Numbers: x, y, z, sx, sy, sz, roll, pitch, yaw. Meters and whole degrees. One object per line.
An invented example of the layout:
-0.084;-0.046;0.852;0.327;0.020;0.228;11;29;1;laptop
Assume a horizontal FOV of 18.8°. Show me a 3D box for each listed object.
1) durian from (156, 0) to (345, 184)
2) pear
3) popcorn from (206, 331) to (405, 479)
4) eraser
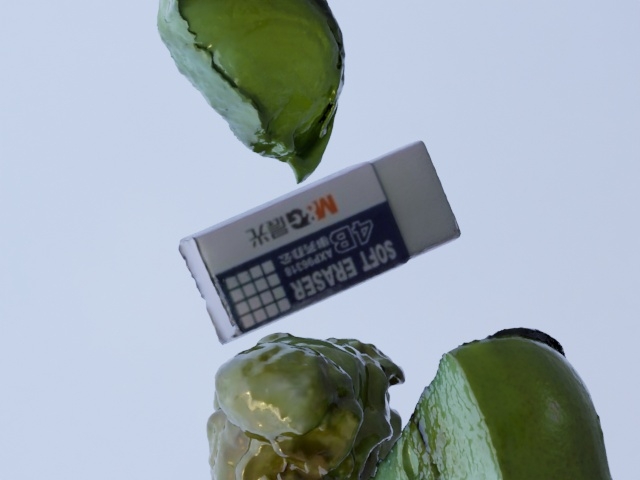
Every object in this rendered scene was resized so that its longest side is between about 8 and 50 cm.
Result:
-0.053;-0.164;1.669;0.139;0.101;0.250;-48;-48;-3;durian
0.178;0.237;1.708;0.159;0.292;0.292;-7;-88;-24;pear
-0.016;0.205;1.889;0.286;0.173;0.225;-3;-84;-75;popcorn
0.000;0.000;2.131;0.287;0.086;0.130;-22;-90;-15;eraser
